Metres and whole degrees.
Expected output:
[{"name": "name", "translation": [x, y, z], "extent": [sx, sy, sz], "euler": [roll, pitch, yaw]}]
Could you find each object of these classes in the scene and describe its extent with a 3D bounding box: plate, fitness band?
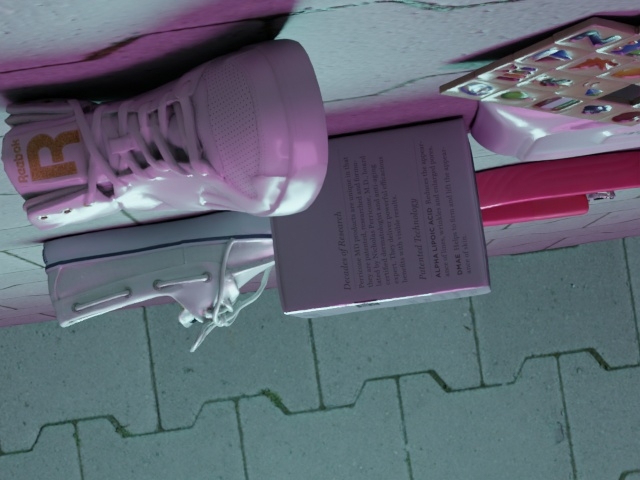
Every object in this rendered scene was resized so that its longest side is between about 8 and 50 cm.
[{"name": "plate", "translation": [0.270, -0.111, 1.459], "extent": [0.278, 0.045, 0.277], "euler": [-9, 175, 2]}, {"name": "fitness band", "translation": [0.279, -0.064, 2.069], "extent": [0.290, 0.054, 0.209], "euler": [-8, 173, -14]}]

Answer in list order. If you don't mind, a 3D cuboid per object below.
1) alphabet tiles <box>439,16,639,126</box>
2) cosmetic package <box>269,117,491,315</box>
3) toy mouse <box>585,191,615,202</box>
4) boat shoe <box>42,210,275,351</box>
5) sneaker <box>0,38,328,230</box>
[{"name": "alphabet tiles", "translation": [0.233, -0.126, 1.204], "extent": [0.198, 0.009, 0.237], "euler": [6, 163, -36]}, {"name": "cosmetic package", "translation": [0.054, -0.016, 1.566], "extent": [0.183, 0.151, 0.151], "euler": [-9, 175, 7]}, {"name": "toy mouse", "translation": [0.336, -0.064, 2.256], "extent": [0.161, 0.031, 0.143], "euler": [-7, 176, -23]}, {"name": "boat shoe", "translation": [-0.146, 0.053, 2.050], "extent": [0.367, 0.157, 0.136], "euler": [-8, 176, 4]}, {"name": "sneaker", "translation": [-0.110, -0.053, 1.080], "extent": [0.169, 0.108, 0.292], "euler": [-10, 178, -20]}]
